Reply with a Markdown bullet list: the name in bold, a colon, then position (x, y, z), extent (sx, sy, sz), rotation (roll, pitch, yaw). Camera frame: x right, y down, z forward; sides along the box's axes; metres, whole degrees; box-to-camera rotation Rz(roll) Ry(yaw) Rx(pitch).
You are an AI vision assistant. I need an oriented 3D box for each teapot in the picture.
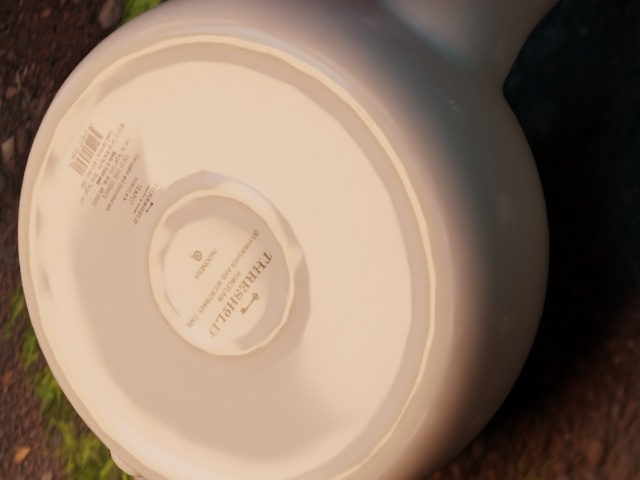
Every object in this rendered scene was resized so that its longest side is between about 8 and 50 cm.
- **teapot**: position (0.000, 0.000, 0.784), extent (0.256, 0.187, 0.252), rotation (-6, 98, 29)
